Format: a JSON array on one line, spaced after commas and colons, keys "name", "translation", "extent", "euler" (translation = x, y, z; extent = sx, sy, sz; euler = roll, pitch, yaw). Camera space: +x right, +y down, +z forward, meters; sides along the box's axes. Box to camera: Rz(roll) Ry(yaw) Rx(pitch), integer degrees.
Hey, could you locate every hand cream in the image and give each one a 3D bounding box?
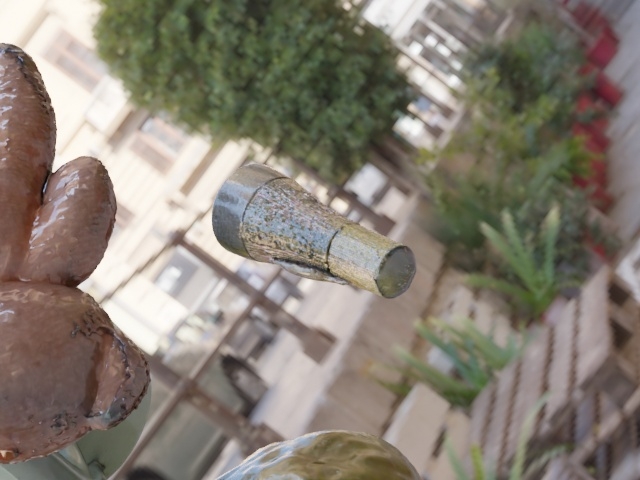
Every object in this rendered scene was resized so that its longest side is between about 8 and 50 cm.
[{"name": "hand cream", "translation": [0.000, 0.000, 1.165], "extent": [0.084, 0.203, 0.084], "euler": [-22, -57, -39]}]

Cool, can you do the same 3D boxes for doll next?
[{"name": "doll", "translation": [-0.222, 0.016, 0.939], "extent": [0.156, 0.201, 0.303], "euler": [78, -179, -62]}]

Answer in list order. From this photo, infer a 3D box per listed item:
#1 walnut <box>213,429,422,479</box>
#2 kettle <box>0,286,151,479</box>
[{"name": "walnut", "translation": [-0.008, 0.330, 1.277], "extent": [0.276, 0.282, 0.253], "euler": [-19, -27, -26]}, {"name": "kettle", "translation": [-0.308, 0.110, 1.229], "extent": [0.318, 0.205, 0.265], "euler": [60, -156, -50]}]
